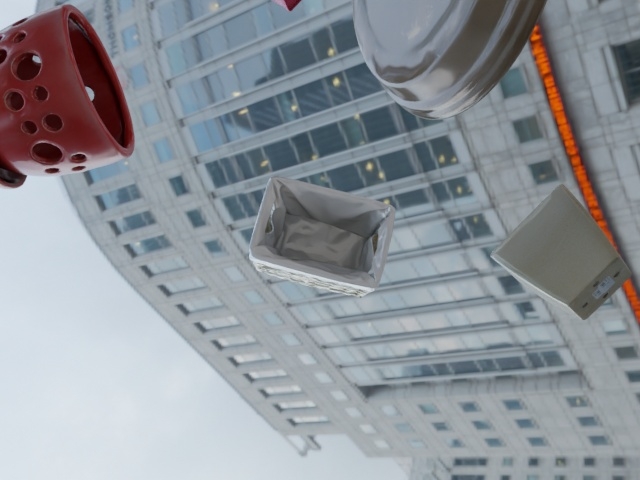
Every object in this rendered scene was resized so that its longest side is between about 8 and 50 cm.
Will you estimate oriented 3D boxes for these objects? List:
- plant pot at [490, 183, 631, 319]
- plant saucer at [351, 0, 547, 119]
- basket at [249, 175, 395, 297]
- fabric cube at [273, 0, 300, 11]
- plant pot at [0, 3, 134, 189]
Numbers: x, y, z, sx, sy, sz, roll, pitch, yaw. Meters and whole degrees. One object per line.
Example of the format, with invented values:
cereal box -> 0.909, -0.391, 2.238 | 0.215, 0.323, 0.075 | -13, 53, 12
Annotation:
plant pot -> 0.272, 0.024, 0.793 | 0.109, 0.109, 0.096 | 31, -164, -51
plant saucer -> 0.085, -0.231, 0.537 | 0.041, 0.278, 0.278 | 1, -103, -20
basket -> 0.000, 0.000, 0.933 | 0.103, 0.167, 0.113 | 110, 174, -75
fabric cube -> -0.085, -0.557, 1.094 | 0.254, 0.258, 0.259 | -46, -39, -3
plant pot -> -0.339, -0.165, 0.864 | 0.191, 0.174, 0.191 | -16, -90, -88
